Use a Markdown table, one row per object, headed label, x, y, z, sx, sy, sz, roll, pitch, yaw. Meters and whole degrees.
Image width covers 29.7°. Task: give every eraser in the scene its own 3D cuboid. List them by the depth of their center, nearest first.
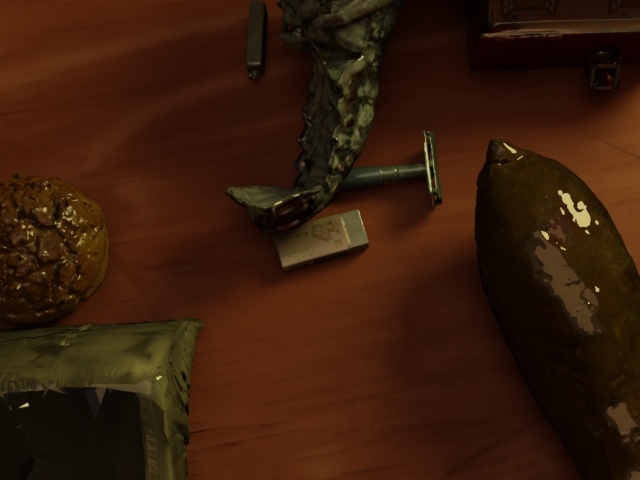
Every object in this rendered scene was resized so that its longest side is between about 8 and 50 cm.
| label | x | y | z | sx | sy | sz | roll | pitch | yaw |
| --- | --- | --- | --- | --- | --- | --- | --- | --- | --- |
| eraser | 0.000 | 0.000 | 1.108 | 0.083 | 0.019 | 0.038 | -16 | 69 | -3 |

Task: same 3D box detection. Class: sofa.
| label | x | y | z | sx | sy | sz | roll | pitch | yaw |
| --- | --- | --- | --- | --- | --- | --- | --- | --- | --- |
| sofa | -0.201 | 0.189 | 1.024 | 0.210 | 0.176 | 0.225 | -6 | 99 | 2 |

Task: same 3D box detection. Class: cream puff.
| label | x | y | z | sx | sy | sz | roll | pitch | yaw |
| --- | --- | --- | --- | --- | --- | --- | --- | --- | --- |
| cream puff | -0.256 | 0.006 | 1.074 | 0.126 | 0.103 | 0.144 | 17 | 68 | 6 |

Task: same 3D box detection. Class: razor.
| label | x | y | z | sx | sy | sz | roll | pitch | yaw |
| --- | --- | --- | --- | --- | --- | --- | --- | --- | --- |
| razor | 0.042 | -0.060 | 1.121 | 0.135 | 0.040 | 0.068 | -7 | 70 | 6 |

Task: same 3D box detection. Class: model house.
| label | x | y | z | sx | sy | sz | roll | pitch | yaw |
| --- | --- | --- | --- | --- | --- | --- | --- | --- | --- |
| model house | 0.232 | -0.248 | 1.140 | 0.294 | 0.154 | 0.207 | -1 | 35 | 0 |

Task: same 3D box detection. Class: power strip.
| label | x | y | z | sx | sy | sz | roll | pitch | yaw |
| --- | --- | --- | --- | --- | --- | --- | --- | --- | --- |
| power strip | -0.062 | -0.195 | 1.177 | 0.017 | 0.027 | 0.083 | -1 | 72 | 7 |

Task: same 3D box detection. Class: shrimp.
| label | x | y | z | sx | sy | sz | roll | pitch | yaw |
| --- | --- | --- | --- | --- | --- | --- | --- | --- | --- |
| shrimp | 0.002 | -0.211 | 1.085 | 0.166 | 0.221 | 0.410 | 0 | 92 | -24 |

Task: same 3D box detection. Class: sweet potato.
| label | x | y | z | sx | sy | sz | roll | pitch | yaw |
| --- | --- | --- | --- | --- | --- | --- | --- | --- | --- |
| sweet potato | 0.226 | 0.108 | 1.007 | 0.131 | 0.130 | 0.422 | -15 | 76 | -2 |
